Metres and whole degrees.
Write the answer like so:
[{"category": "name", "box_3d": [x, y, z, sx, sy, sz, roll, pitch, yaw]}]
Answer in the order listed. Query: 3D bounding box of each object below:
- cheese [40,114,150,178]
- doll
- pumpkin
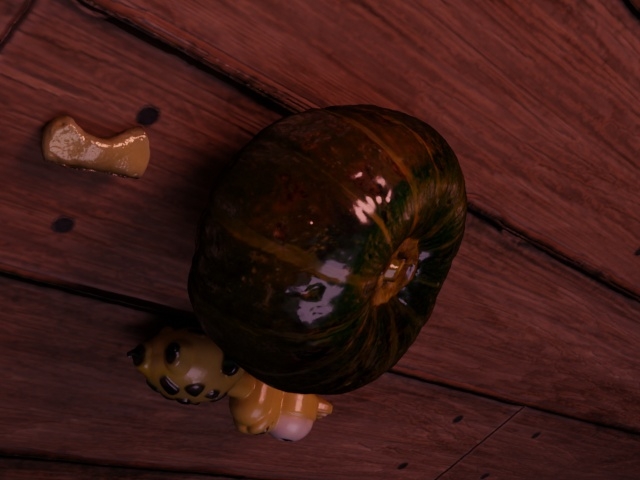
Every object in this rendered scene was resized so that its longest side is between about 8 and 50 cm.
[{"category": "cheese", "box_3d": [-0.170, -0.072, 0.625, 0.083, 0.030, 0.044, 11, 106, -33]}, {"category": "doll", "box_3d": [-0.091, 0.159, 0.885, 0.117, 0.086, 0.291, 0, 157, 32]}, {"category": "pumpkin", "box_3d": [-0.003, -0.001, 0.691, 0.260, 0.189, 0.260, -37, 142, -37]}]
